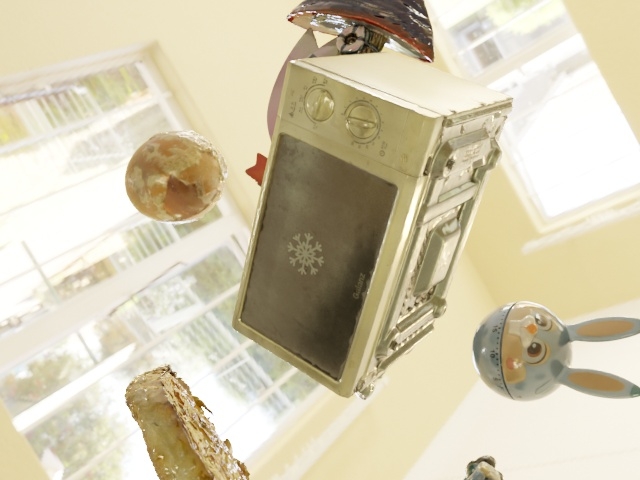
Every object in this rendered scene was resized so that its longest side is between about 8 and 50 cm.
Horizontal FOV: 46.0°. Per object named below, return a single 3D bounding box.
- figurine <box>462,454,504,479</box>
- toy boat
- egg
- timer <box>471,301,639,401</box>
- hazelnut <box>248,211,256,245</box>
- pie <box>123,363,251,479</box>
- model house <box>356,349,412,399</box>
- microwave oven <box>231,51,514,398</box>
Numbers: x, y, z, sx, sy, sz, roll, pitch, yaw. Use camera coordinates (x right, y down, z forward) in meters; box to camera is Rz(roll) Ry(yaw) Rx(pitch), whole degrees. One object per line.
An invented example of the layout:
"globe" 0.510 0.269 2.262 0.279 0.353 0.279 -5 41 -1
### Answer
"figurine" 0.165 0.293 0.816 0.079 0.077 0.136 -24 -167 13
"toy boat" 0.001 -0.221 0.999 0.318 0.219 0.072 -42 153 6
"egg" -0.299 -0.127 1.537 0.233 0.195 0.195 -18 -171 25
"timer" 0.347 0.165 1.160 0.175 0.175 0.255 -33 -175 -35
"hazelnut" 0.000 0.000 1.126 0.208 0.208 0.208 -30 -176 2
"pie" -0.167 0.295 1.010 0.092 0.315 0.315 -33 -176 -8
"model house" 0.078 0.137 1.431 0.237 0.237 0.202 -45 177 -9
"microwave oven" 0.048 -0.022 0.646 0.194 0.145 0.241 -21 132 -52
